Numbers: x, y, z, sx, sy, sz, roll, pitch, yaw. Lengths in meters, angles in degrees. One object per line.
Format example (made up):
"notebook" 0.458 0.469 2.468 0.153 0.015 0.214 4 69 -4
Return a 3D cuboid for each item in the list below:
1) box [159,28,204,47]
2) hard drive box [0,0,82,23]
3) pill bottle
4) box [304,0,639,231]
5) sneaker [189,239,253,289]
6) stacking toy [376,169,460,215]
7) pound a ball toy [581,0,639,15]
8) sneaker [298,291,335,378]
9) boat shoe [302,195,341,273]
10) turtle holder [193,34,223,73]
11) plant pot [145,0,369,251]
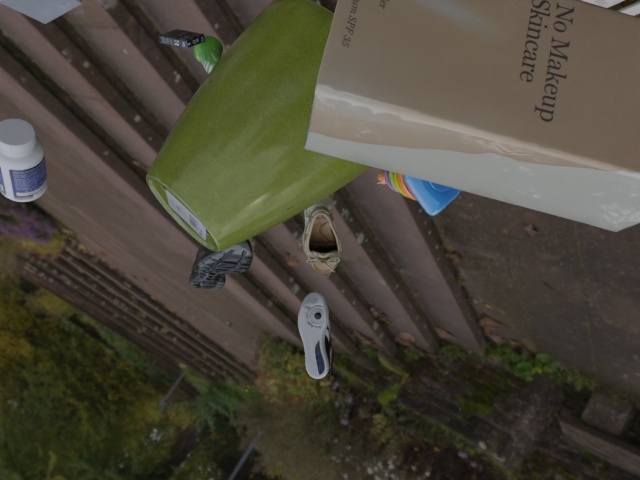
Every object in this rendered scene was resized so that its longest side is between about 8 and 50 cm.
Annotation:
"box" -0.329 -0.481 1.296 0.083 0.067 0.018 17 129 20
"hard drive box" -0.480 -0.484 0.825 0.089 0.232 0.181 -17 172 20
"pill bottle" -0.427 -0.114 0.774 0.067 0.067 0.120 34 142 1
"box" 0.154 -0.123 0.471 0.310 0.148 0.121 13 166 -3
"sneaker" -0.221 0.026 1.160 0.101 0.106 0.267 12 156 -28
"stacking toy" 0.246 -0.185 1.523 0.166 0.175 0.301 51 165 -21
"pound a ball toy" 0.583 -0.471 1.104 0.135 0.208 0.319 21 174 -19
"sneaker" -0.007 0.246 1.429 0.079 0.217 0.121 -3 172 11
"boat shoe" 0.000 0.000 1.445 0.104 0.089 0.285 -8 135 2
"turtle holder" -0.142 -0.436 1.408 0.243 0.320 0.228 74 -178 -57
"plant pot" -0.085 -0.132 0.759 0.274 0.293 0.275 38 160 17
